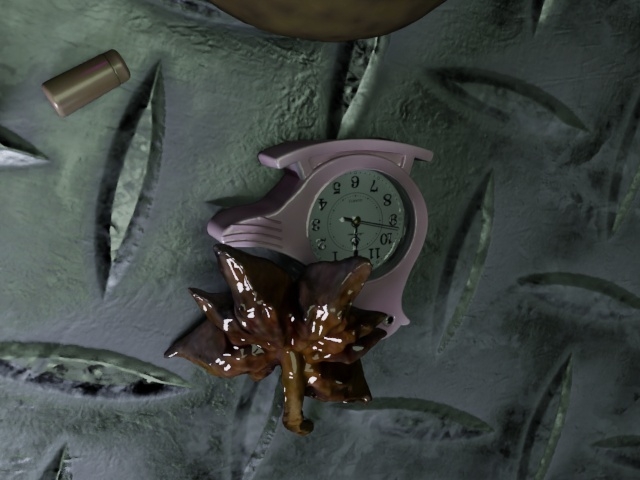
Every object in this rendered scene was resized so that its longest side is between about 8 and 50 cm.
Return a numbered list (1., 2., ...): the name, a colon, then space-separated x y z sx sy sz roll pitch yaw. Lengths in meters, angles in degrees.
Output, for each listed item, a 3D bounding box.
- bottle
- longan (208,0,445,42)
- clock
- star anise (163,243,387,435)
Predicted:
1. bottle: -0.272 -0.184 0.871 0.096 0.045 0.045 -33 110 -14
2. longan: 0.003 -0.395 0.748 0.391 0.391 0.391 -4 102 -20
3. clock: 0.000 0.000 0.993 0.290 0.080 0.275 -1 101 -20
4. star anise: -0.040 0.133 0.941 0.292 0.109 0.349 27 131 -8
